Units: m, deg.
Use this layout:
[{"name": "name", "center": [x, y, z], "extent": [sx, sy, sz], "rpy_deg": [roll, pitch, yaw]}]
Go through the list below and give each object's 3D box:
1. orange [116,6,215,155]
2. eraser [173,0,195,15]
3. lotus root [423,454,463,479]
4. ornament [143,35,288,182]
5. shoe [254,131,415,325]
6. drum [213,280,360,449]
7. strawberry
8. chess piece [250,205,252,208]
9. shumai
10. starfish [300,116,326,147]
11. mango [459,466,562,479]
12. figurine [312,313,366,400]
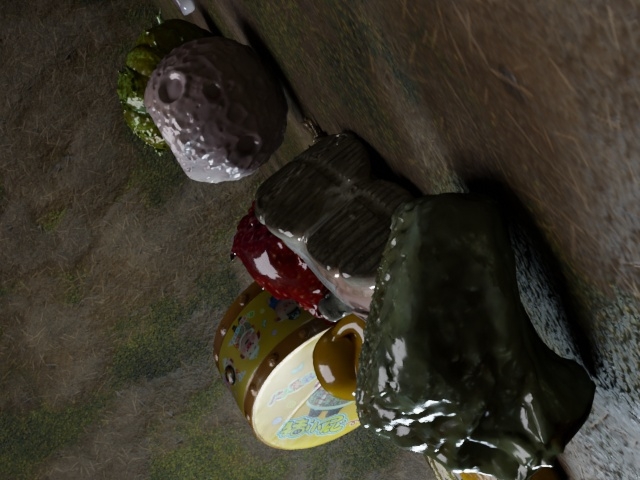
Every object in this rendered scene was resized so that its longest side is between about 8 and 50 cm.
[{"name": "orange", "center": [-0.321, -0.347, 1.991], "extent": [0.223, 0.301, 0.300], "rpy_deg": [20, 149, 32]}, {"name": "eraser", "center": [-0.305, -0.556, 1.749], "extent": [0.243, 0.059, 0.204], "rpy_deg": [60, 176, 15]}, {"name": "lotus root", "center": [0.257, 0.366, 1.589], "extent": [0.278, 0.154, 0.154], "rpy_deg": [56, 176, 5]}, {"name": "ornament", "center": [-0.175, -0.230, 1.531], "extent": [0.259, 0.225, 0.259], "rpy_deg": [58, 176, 6]}, {"name": "shoe", "center": [0.044, 0.006, 1.154], "extent": [0.198, 0.171, 0.351], "rpy_deg": [56, 179, -34]}, {"name": "drum", "center": [-0.015, 0.250, 1.945], "extent": [0.214, 0.431, 0.431], "rpy_deg": [52, 173, 39]}, {"name": "strawberry", "center": [0.000, 0.000, 1.431], "extent": [0.274, 0.220, 0.274], "rpy_deg": [26, -152, -15]}, {"name": "chess piece", "center": [-0.071, -0.030, 2.251], "extent": [0.195, 0.194, 0.299], "rpy_deg": [57, -175, 6]}, {"name": "shumai", "center": [0.150, 0.074, 0.795], "extent": [0.225, 0.221, 0.261], "rpy_deg": [-77, -7, -59]}, {"name": "starfish", "center": [-0.007, -0.167, 1.432], "extent": [0.091, 0.028, 0.078], "rpy_deg": [57, 171, 38]}, {"name": "mango", "center": [0.296, 0.367, 1.308], "extent": [0.295, 0.120, 0.177], "rpy_deg": [57, 168, -15]}, {"name": "figurine", "center": [0.108, 0.177, 1.318], "extent": [0.228, 0.215, 0.215], "rpy_deg": [27, 152, 54]}]
